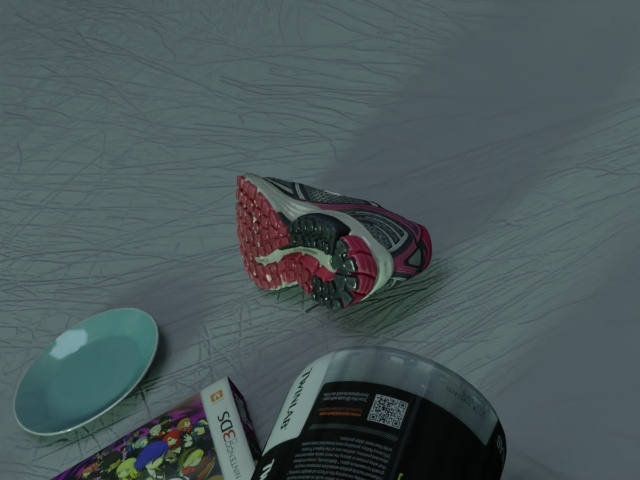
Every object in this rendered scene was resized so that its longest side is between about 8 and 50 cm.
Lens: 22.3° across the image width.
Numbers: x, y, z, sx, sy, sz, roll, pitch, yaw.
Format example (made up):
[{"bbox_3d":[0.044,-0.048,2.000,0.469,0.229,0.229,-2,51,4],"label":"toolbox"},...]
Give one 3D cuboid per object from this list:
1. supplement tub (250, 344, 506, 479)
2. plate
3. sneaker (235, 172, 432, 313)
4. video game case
[{"bbox_3d":[0.021,0.254,1.267,0.193,0.194,0.316,-9,38,32],"label":"supplement tub"},{"bbox_3d":[-0.255,0.149,1.795,0.188,0.024,0.188,-22,35,16],"label":"plate"},{"bbox_3d":[0.000,0.000,1.715,0.112,0.121,0.299,-14,23,-28],"label":"sneaker"},{"bbox_3d":[-0.161,0.255,1.558,0.232,0.042,0.210,-30,31,4],"label":"video game case"}]
